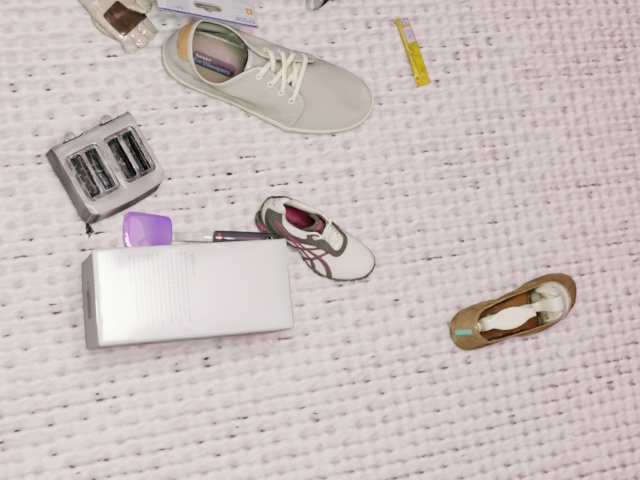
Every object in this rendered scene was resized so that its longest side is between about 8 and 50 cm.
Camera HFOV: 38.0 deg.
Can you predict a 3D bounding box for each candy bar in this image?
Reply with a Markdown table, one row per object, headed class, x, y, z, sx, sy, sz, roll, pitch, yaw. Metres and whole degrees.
| class | x | y | z | sx | sy | sz | roll | pitch | yaw |
| --- | --- | --- | --- | --- | --- | --- | --- | --- | --- |
| candy bar | 0.202 | -0.417 | 2.040 | 0.040 | 0.018 | 0.162 | -19 | 89 | -25 |

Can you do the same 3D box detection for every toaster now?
| class | x | y | z | sx | sy | sz | roll | pitch | yaw |
| --- | --- | --- | --- | --- | --- | --- | --- | --- | --- |
| toaster | -0.398 | -0.129 | 1.733 | 0.168 | 0.110 | 0.186 | -30 | 93 | -20 |

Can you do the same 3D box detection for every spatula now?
| class | x | y | z | sx | sy | sz | roll | pitch | yaw |
| --- | --- | --- | --- | --- | --- | --- | --- | --- | --- |
| spatula | -0.232 | -0.006 | 1.804 | 0.296 | 0.030 | 0.084 | 3 | 82 | -8 |

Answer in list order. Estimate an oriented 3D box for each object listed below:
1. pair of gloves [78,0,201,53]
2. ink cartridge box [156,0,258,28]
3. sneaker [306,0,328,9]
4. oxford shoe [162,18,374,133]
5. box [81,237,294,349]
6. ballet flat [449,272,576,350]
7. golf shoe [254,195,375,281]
| class | x | y | z | sx | sy | sz | roll | pitch | yaw |
| --- | --- | --- | --- | --- | --- | --- | --- | --- | --- |
| pair of gloves | -0.358 | -0.503 | 1.837 | 0.240 | 0.042 | 0.204 | -43 | 97 | -21 |
| ink cartridge box | -0.240 | -0.519 | 1.832 | 0.223 | 0.045 | 0.224 | 4 | 66 | -33 |
| sneaker | 0.052 | -0.554 | 1.973 | 0.083 | 0.084 | 0.215 | 47 | 69 | -13 |
| oxford shoe | -0.093 | -0.326 | 1.863 | 0.449 | 0.130 | 0.169 | 15 | 76 | -19 |
| box | -0.248 | 0.099 | 1.697 | 0.345 | 0.215 | 0.168 | -3 | 83 | -21 |
| ballet flat | 0.439 | 0.150 | 1.988 | 0.342 | 0.124 | 0.116 | -14 | 88 | -21 |
| golf shoe | 0.000 | 0.000 | 1.855 | 0.272 | 0.120 | 0.105 | 28 | 73 | -16 |
